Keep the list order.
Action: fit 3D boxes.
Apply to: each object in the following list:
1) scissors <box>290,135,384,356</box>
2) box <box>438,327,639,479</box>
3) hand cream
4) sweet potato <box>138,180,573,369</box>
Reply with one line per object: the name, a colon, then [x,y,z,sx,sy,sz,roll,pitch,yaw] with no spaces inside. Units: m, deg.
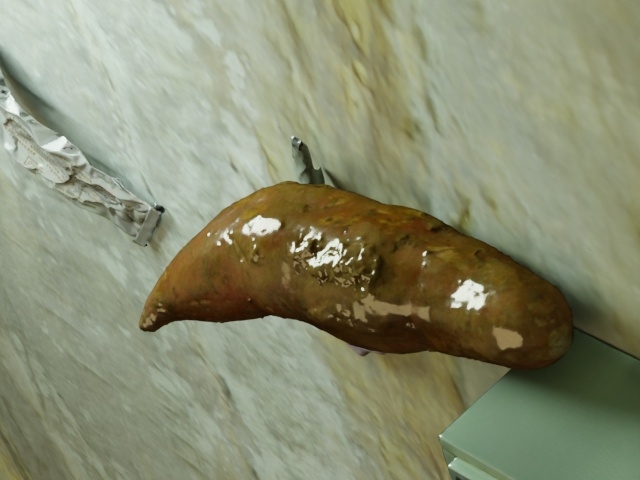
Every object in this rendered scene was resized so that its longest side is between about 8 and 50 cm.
scissors: [0.000,0.000,1.251,0.110,0.021,0.212,31,148,29]
box: [0.204,0.203,1.061,0.225,0.117,0.225,27,146,42]
hand cream: [-0.231,-0.090,1.503,0.257,0.050,0.084,45,152,7]
sweet potato: [0.014,0.017,1.145,0.354,0.106,0.095,3,171,42]
